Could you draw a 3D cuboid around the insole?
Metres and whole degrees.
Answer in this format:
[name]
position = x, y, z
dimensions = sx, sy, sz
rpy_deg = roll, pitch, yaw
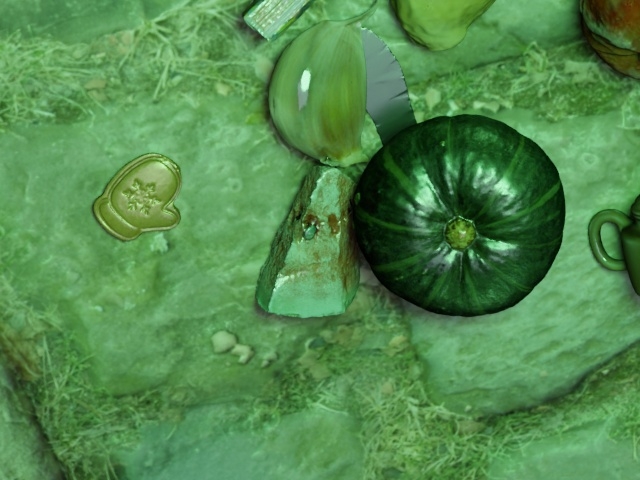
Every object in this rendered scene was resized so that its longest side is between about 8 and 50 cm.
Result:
[insole]
position = 0.095, -0.204, 1.847
dimensions = 0.080, 0.003, 0.232
rpy_deg = -25, 106, 2

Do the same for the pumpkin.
[pumpkin]
position = 0.195, -0.039, 1.802
dimensions = 0.300, 0.207, 0.300
rpy_deg = 2, 114, 4

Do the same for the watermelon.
[watermelon]
position = 0.000, 0.000, 1.839
dimensions = 0.154, 0.094, 0.241
rpy_deg = 3, 112, -15

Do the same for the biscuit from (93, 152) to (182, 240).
[biscuit]
position = -0.253, -0.058, 1.842
dimensions = 0.118, 0.023, 0.140
rpy_deg = 36, 98, -13

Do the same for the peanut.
[peanut]
position = 0.179, -0.427, 1.715
dimensions = 0.174, 0.158, 0.340
rpy_deg = -7, 105, -5

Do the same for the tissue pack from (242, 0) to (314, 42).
[tissue pack]
position = -0.038, -0.341, 1.743
dimensions = 0.148, 0.108, 0.060
rpy_deg = -44, 103, 6

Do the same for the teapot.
[teapot]
position = 0.519, -0.020, 1.854
dimensions = 0.267, 0.185, 0.175
rpy_deg = -7, 103, 33

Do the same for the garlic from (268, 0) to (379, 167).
[garlic]
position = 0.002, -0.238, 1.785
dimensions = 0.128, 0.148, 0.267
rpy_deg = 23, 112, 28

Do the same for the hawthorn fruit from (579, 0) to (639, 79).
[hawthorn fruit]
position = 0.482, -0.362, 1.751
dimensions = 0.242, 0.242, 0.272
rpy_deg = 16, 72, -10
